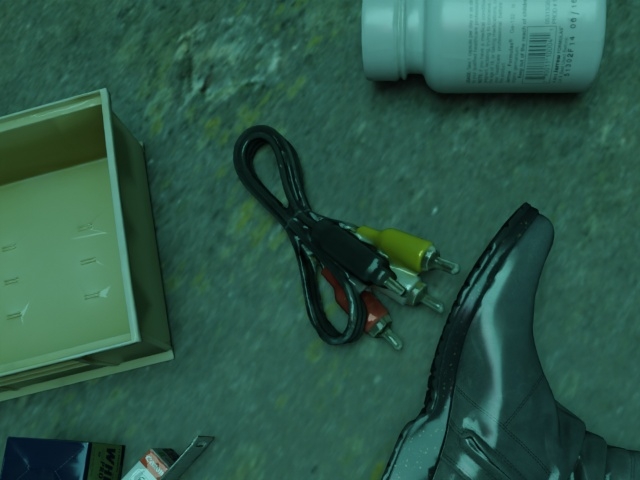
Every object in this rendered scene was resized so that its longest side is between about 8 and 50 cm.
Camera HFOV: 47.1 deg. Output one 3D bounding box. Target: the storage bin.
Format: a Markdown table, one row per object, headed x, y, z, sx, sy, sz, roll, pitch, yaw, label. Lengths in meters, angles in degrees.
| x | y | z | sx | sy | sz | roll | pitch | yaw | label |
| --- | --- | --- | --- | --- | --- | --- | --- | --- | --- |
| -0.304 | 0.016 | 0.757 | 0.260 | 0.123 | 0.262 | -14 | 72 | 4 | storage bin |

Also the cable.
| x | y | z | sx | sy | sz | roll | pitch | yaw | label |
| --- | --- | --- | --- | --- | --- | --- | --- | --- | --- |
| 0.000 | 0.000 | 0.765 | 0.287 | 0.072 | 0.139 | 41 | 100 | 30 | cable |

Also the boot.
| x | y | z | sx | sy | sz | roll | pitch | yaw | label |
| --- | --- | --- | --- | --- | --- | --- | --- | --- | --- |
| 0.199 | 0.155 | 0.652 | 0.222 | 0.118 | 0.338 | 22 | 89 | 12 | boot |

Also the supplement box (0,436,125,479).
| x | y | z | sx | sy | sz | roll | pitch | yaw | label |
| --- | --- | --- | --- | --- | --- | --- | --- | --- | --- |
| -0.246 | 0.220 | 0.705 | 0.083 | 0.083 | 0.056 | 2 | 73 | 10 | supplement box |

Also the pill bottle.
| x | y | z | sx | sy | sz | roll | pitch | yaw | label |
| --- | --- | --- | --- | --- | --- | --- | --- | --- | --- |
| 0.161 | -0.216 | 0.750 | 0.229 | 0.131 | 0.131 | 1 | 73 | 10 | pill bottle |

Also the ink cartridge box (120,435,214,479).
| x | y | z | sx | sy | sz | roll | pitch | yaw | label |
| --- | --- | --- | --- | --- | --- | --- | --- | --- | --- |
| -0.157 | 0.222 | 0.701 | 0.029 | 0.063 | 0.115 | 40 | 83 | 16 | ink cartridge box |
